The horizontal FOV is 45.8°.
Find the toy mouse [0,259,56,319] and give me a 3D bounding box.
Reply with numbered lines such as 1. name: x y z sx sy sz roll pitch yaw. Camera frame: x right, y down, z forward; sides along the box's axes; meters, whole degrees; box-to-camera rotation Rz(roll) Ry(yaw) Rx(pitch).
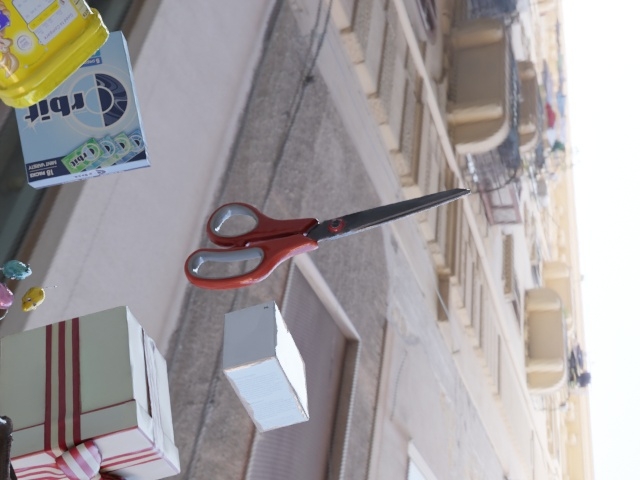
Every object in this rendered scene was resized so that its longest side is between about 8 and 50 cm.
1. toy mouse: -0.635 0.088 1.566 0.031 0.143 0.161 -29 -161 35

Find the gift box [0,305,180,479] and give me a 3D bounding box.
1. gift box: -0.395 0.301 1.261 0.277 0.255 0.258 -19 -126 3

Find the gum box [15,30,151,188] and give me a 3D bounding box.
1. gum box: -0.323 -0.175 1.013 0.157 0.041 0.184 -12 -97 -6

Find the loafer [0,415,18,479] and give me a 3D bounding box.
1. loafer: -0.410 0.389 0.952 0.134 0.130 0.365 -9 -100 49

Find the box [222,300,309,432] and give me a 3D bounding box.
1. box: -0.090 0.210 1.260 0.091 0.170 0.130 -16 -143 8

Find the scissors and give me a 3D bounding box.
1. scissors: 0.000 0.000 0.763 0.297 0.021 0.109 -2 -127 21

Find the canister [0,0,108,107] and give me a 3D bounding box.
1. canister: -0.289 -0.226 0.689 0.073 0.170 0.126 19 -119 38
